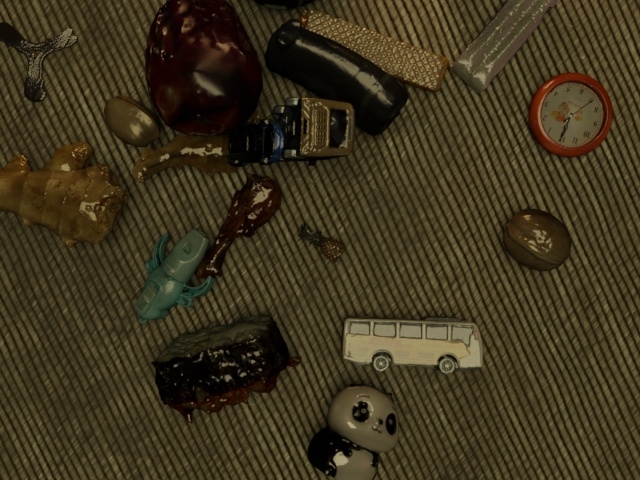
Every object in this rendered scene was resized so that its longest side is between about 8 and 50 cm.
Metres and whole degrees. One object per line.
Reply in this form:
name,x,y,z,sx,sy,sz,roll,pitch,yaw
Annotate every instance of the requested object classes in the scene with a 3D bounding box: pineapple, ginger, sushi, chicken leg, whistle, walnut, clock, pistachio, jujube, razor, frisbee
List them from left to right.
frisbee,-0.675,-0.456,1.945,0.187,0.012,0.211,-23,93,-1
ginger,-0.644,-0.129,1.890,0.375,0.166,0.236,19,102,-7
pistachio,-0.448,-0.284,1.909,0.149,0.113,0.113,41,92,-4
whistle,-0.359,0.090,1.923,0.186,0.093,0.274,42,102,22
ginger,-0.291,-0.217,1.915,0.333,0.081,0.148,-18,108,-14
jujube,-0.266,-0.396,1.805,0.258,0.377,0.258,-10,138,-9
sushi,-0.221,0.291,1.917,0.343,0.196,0.182,-15,112,5
chicken leg,-0.207,-0.030,1.944,0.113,0.093,0.304,42,100,15
pineapple,0.000,0.000,1.957,0.124,0.058,0.058,36,92,-2
razor,0.036,-0.380,1.861,0.349,0.204,0.113,32,78,-3
walnut,0.520,-0.001,1.924,0.162,0.140,0.140,24,92,-12
clock,0.608,-0.305,1.950,0.205,0.051,0.205,0,94,-2

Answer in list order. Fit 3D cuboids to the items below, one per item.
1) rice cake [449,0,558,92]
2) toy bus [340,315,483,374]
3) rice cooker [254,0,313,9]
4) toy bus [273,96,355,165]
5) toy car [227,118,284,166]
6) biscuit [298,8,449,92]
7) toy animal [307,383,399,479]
rice cake,0.446,-0.500,1.938,0.106,0.050,0.298,40,91,-3
toy bus,0.221,0.253,1.955,0.342,0.097,0.138,1,86,0
rice cooker,-0.082,-0.695,1.783,0.335,0.325,0.335,0,93,-1
toy bus,-0.019,-0.247,1.833,0.157,0.289,0.139,2,91,-13
toy car,-0.143,-0.219,1.817,0.063,0.216,0.103,1,92,-39
biscuit,0.121,-0.459,1.934,0.378,0.054,0.094,20,92,-2
toy animal,0.086,0.461,1.925,0.187,0.165,0.235,29,93,-24
